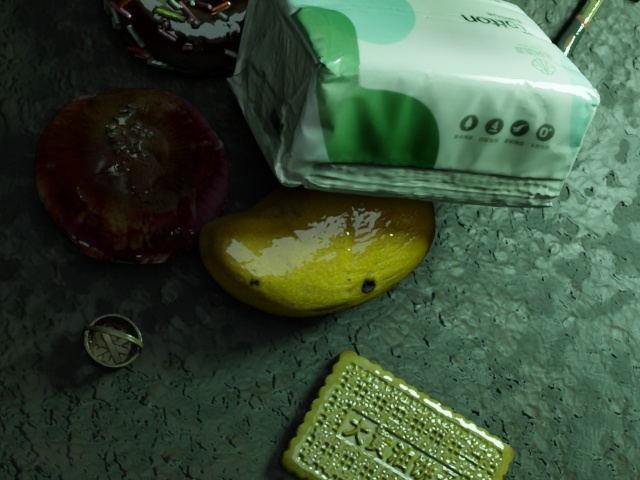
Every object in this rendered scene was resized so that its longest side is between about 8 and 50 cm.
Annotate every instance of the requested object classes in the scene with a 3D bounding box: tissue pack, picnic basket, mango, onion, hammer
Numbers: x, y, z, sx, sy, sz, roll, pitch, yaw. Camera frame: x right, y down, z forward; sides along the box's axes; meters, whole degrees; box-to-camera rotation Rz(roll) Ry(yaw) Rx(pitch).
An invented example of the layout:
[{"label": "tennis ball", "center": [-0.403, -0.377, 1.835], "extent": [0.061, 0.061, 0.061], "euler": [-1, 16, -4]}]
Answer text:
[{"label": "tissue pack", "center": [0.098, -0.178, 1.579], "extent": [0.356, 0.194, 0.266], "euler": [3, 33, -22]}, {"label": "picnic basket", "center": [-0.238, 0.113, 1.562], "extent": [0.072, 0.083, 0.072], "euler": [3, 75, -10]}, {"label": "mango", "center": [0.000, 0.000, 1.626], "extent": [0.295, 0.120, 0.177], "euler": [-18, 87, -15]}, {"label": "onion", "center": [-0.213, -0.083, 1.581], "extent": [0.230, 0.163, 0.230], "euler": [5, 75, -19]}, {"label": "hammer", "center": [0.344, -0.286, 1.819], "extent": [0.111, 0.033, 0.288], "euler": [35, 72, 0]}]

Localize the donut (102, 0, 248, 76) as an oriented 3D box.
[{"label": "donut", "center": [-0.145, -0.333, 1.676], "extent": [0.269, 0.103, 0.270], "euler": [1, 87, -10]}]

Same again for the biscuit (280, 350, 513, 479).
[{"label": "biscuit", "center": [0.095, 0.261, 1.620], "extent": [0.254, 0.029, 0.172], "euler": [32, 71, -2]}]
